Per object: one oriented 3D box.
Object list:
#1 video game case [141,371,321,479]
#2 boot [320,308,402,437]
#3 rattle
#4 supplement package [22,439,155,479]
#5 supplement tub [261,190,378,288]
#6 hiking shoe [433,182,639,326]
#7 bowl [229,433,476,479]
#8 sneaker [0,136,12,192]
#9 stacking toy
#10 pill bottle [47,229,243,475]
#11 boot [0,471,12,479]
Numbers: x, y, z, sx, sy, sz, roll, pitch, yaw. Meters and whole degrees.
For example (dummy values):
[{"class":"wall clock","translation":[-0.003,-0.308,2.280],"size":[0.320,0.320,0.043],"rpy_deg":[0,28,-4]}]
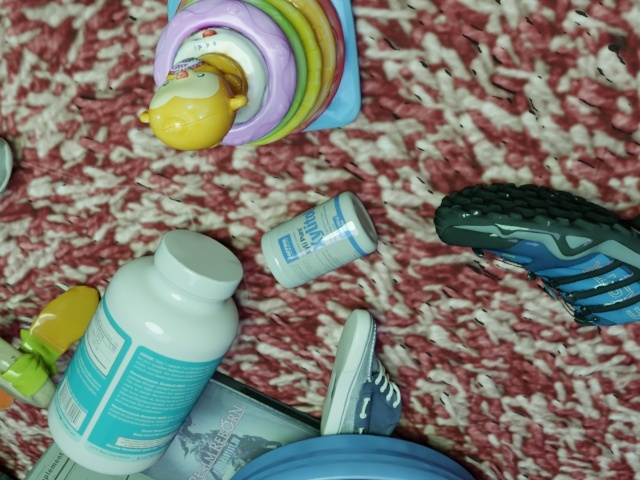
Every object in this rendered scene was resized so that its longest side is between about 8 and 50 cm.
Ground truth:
[{"class":"video game case","translation":[-0.086,0.290,0.827],"size":[0.274,0.026,0.196],"rpy_deg":[27,114,-7]},{"class":"boot","translation":[0.059,0.163,0.737],"size":[0.086,0.069,0.190],"rpy_deg":[9,123,-6]},{"class":"rattle","translation":[-0.364,0.135,0.788],"size":[0.130,0.142,0.199],"rpy_deg":[22,151,-11]},{"class":"supplement package","translation":[-0.289,0.384,0.828],"size":[0.244,0.139,0.134],"rpy_deg":[37,112,-9]},{"class":"supplement tub","translation":[0.000,0.000,0.662],"size":[0.107,0.071,0.071],"rpy_deg":[-26,109,15]},{"class":"hiking shoe","translation":[0.258,0.028,0.622],"size":[0.304,0.113,0.132],"rpy_deg":[10,114,2]},{"class":"bowl","translation":[0.041,0.398,0.803],"size":[0.391,0.077,0.391],"rpy_deg":[0,122,0]},{"class":"sneaker","translation":[-0.455,-0.062,0.611],"size":[0.281,0.115,0.105],"rpy_deg":[-13,80,-19]},{"class":"stacking toy","translation":[-0.067,-0.129,0.484],"size":[0.175,0.302,0.165],"rpy_deg":[-6,113,10]},{"class":"pill bottle","translation":[-0.185,0.119,0.690],"size":[0.146,0.146,0.264],"rpy_deg":[30,110,-7]},{"class":"boot","translation":[-0.553,0.319,0.855],"size":[0.223,0.118,0.338],"rpy_deg":[12,126,18]}]
